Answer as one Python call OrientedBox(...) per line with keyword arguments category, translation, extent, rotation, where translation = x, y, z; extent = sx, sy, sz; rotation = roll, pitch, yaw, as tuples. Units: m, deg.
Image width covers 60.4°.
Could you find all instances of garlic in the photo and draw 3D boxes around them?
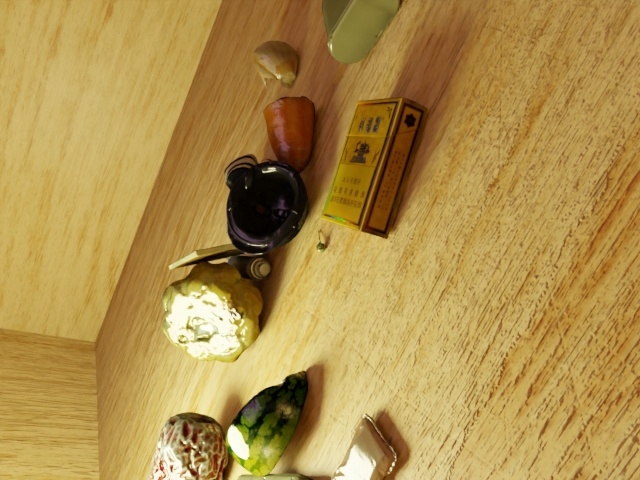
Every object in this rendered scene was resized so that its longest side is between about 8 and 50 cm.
OrientedBox(category="garlic", translation=(-0.165, -0.623, 1.954), extent=(0.245, 0.145, 0.164), rotation=(-148, 45, -62))

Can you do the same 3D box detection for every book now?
OrientedBox(category="book", translation=(-0.280, 0.034, 1.646), extent=(0.207, 0.295, 0.020), rotation=(-22, 82, 51))

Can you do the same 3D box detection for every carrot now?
OrientedBox(category="carrot", translation=(-0.078, -0.302, 1.633), extent=(0.159, 0.159, 0.225), rotation=(-33, 62, 49))

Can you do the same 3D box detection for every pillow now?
OrientedBox(category="pillow", translation=(0.076, 0.458, 1.082), extent=(0.135, 0.034, 0.211), rotation=(44, 116, 53))

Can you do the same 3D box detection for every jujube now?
OrientedBox(category="jujube", translation=(-0.383, 0.657, 1.587), extent=(0.226, 0.225, 0.317), rotation=(21, 97, 60))

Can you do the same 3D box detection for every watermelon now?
OrientedBox(category="watermelon", translation=(-0.152, 0.451, 1.331), extent=(0.304, 0.128, 0.159), rotation=(-59, 13, 17))

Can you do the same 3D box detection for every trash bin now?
OrientedBox(category="trash bin", translation=(0.099, -0.650, 1.508), extent=(0.243, 0.121, 0.248), rotation=(-50, 35, 37))

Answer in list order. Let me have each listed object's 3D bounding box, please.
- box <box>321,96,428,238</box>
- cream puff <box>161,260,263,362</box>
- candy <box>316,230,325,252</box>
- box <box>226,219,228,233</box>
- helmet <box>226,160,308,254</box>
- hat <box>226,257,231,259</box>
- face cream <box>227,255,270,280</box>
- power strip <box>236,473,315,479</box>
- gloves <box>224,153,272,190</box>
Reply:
OrientedBox(category="box", translation=(0.119, -0.170, 1.265), extent=(0.192, 0.083, 0.302), rotation=(21, 95, 60))
OrientedBox(category="cream puff", translation=(-0.310, 0.194, 1.667), extent=(0.257, 0.290, 0.325), rotation=(-73, -9, -65))
OrientedBox(category="candy", translation=(0.000, 0.000, 1.455), extent=(0.083, 0.023, 0.025), rotation=(-94, 26, -48))
OrientedBox(category="box", translation=(-0.234, -0.080, 1.806), extent=(0.182, 0.099, 0.133), rotation=(-3, 75, 60))
OrientedBox(category="helmet", translation=(-0.137, -0.076, 1.558), extent=(0.230, 0.160, 0.279), rotation=(6, 75, 18))
OrientedBox(category="hat", translation=(-0.304, 0.036, 1.940), extent=(0.058, 0.042, 0.087), rotation=(-28, 19, 48))
OrientedBox(category="face cream", translation=(-0.222, 0.086, 1.731), extent=(0.229, 0.075, 0.075), rotation=(2, 78, 59))
OrientedBox(category="power strip", translation=(-0.109, 0.601, 1.292), extent=(0.387, 0.066, 0.092), rotation=(-32, 33, 52))
OrientedBox(category="gloves", translation=(-0.246, -0.229, 1.832), extent=(0.140, 0.131, 0.219), rotation=(-51, 19, 19))
